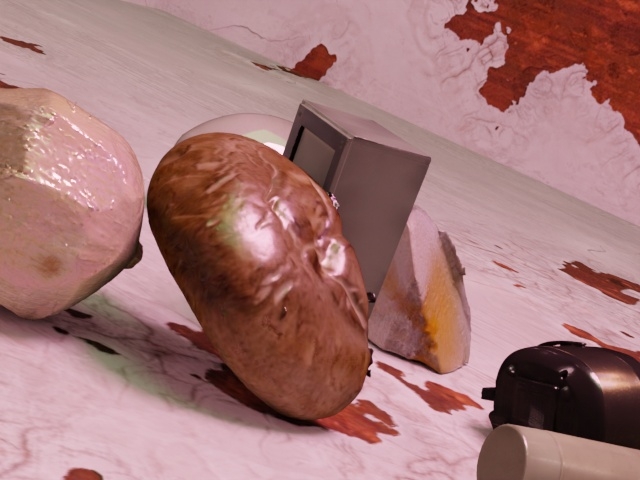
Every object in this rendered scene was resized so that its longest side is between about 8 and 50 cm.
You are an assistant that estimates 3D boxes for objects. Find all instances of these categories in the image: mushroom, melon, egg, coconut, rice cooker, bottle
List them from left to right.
[{"bbox_3d":[-0.229,-0.027,1.155,0.194,0.194,0.194,20,12,-4],"label":"coconut"},{"bbox_3d":[-0.072,0.015,1.157,0.151,0.156,0.285,15,41,-56],"label":"mushroom"},{"bbox_3d":[-0.078,-0.077,1.670,0.209,0.151,0.151,16,13,-21],"label":"egg"},{"bbox_3d":[0.079,0.062,1.454,0.139,0.202,0.093,-11,24,20],"label":"melon"},{"bbox_3d":[0.226,0.148,1.261,0.106,0.112,0.165,1,4,-35],"label":"rice cooker"},{"bbox_3d":[0.229,0.201,1.153,0.201,0.072,0.072,15,13,-26],"label":"bottle"}]

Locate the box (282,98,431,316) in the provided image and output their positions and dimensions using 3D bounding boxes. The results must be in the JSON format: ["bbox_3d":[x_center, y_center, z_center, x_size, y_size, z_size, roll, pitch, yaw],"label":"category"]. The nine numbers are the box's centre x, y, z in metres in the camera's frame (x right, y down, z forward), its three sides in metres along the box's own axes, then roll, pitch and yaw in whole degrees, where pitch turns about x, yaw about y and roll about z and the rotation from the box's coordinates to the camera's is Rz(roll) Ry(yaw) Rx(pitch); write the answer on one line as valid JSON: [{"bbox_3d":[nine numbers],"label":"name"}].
[{"bbox_3d":[0.000,0.000,1.288,0.086,0.225,0.129,14,14,-27],"label":"box"}]
